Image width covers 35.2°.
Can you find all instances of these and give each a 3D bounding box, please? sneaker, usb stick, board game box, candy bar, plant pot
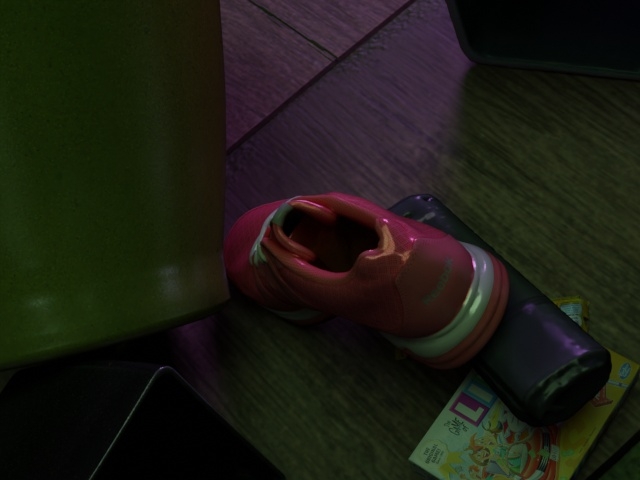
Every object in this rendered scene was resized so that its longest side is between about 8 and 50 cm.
[{"bbox_3d":[0.001,0.000,0.782,0.314,0.136,0.115,11,71,53],"label":"sneaker"},{"bbox_3d":[0.118,0.042,0.775,0.077,0.045,0.278,-38,35,-1],"label":"usb stick"},{"bbox_3d":[0.151,0.131,0.742,0.103,0.026,0.154,28,66,26],"label":"board game box"},{"bbox_3d":[0.137,0.069,0.817,0.162,0.018,0.040,-8,59,12],"label":"candy bar"},{"bbox_3d":[-0.224,-0.087,0.802,0.367,0.366,0.352,-13,90,8],"label":"plant pot"},{"bbox_3d":[0.253,-0.312,0.871,0.247,0.248,0.252,12,72,24],"label":"plant pot"},{"bbox_3d":[-0.170,0.193,0.735,0.167,0.188,0.187,12,61,37],"label":"plant pot"}]
